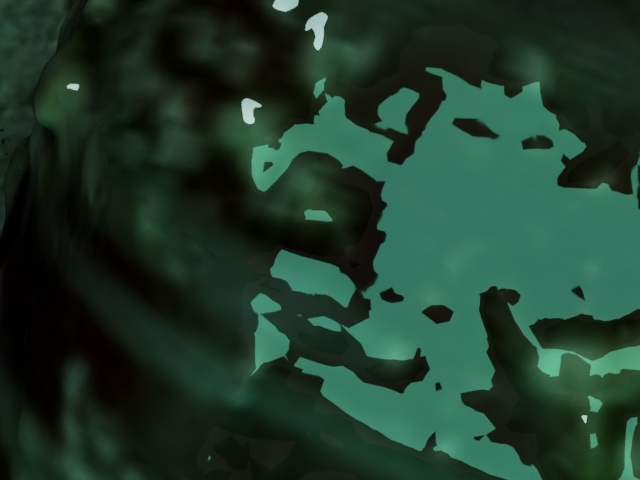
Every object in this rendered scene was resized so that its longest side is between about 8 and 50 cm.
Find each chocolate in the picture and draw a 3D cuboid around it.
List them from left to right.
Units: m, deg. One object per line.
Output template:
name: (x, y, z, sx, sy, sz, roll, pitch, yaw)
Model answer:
chocolate: (0.000, 0.000, 0.521, 0.210, 0.225, 0.340, 20, 110, -18)
